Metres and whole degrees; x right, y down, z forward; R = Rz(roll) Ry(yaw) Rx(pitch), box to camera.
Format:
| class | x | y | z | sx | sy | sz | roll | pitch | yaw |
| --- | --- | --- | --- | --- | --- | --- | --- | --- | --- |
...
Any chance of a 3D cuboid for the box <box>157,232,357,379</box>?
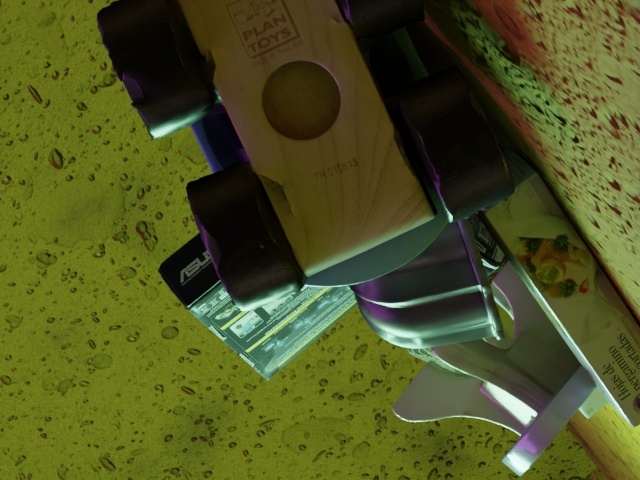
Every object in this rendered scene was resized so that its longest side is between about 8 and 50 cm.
| class | x | y | z | sx | sy | sz | roll | pitch | yaw |
| --- | --- | --- | --- | --- | --- | --- | --- | --- | --- |
| box | 0.000 | 0.000 | 2.255 | 0.097 | 0.395 | 0.318 | 50 | -179 | 31 |

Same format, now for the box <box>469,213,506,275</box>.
| class | x | y | z | sx | sy | sz | roll | pitch | yaw |
| --- | --- | --- | --- | --- | --- | --- | --- | --- | --- |
| box | 0.052 | -0.050 | 1.776 | 0.307 | 0.076 | 0.242 | 34 | 159 | -3 |

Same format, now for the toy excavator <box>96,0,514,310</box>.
| class | x | y | z | sx | sy | sz | roll | pitch | yaw |
| --- | --- | --- | --- | --- | --- | --- | --- | --- | --- |
| toy excavator | -0.037 | -0.175 | 1.312 | 0.445 | 0.222 | 0.432 | -50 | -65 | -87 |

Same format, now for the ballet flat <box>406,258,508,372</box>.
| class | x | y | z | sx | sy | sz | roll | pitch | yaw |
| --- | --- | --- | --- | --- | --- | --- | --- | --- | --- |
| ballet flat | 0.247 | 0.125 | 2.367 | 0.182 | 0.164 | 0.483 | 33 | 168 | -1 |

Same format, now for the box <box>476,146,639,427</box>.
| class | x | y | z | sx | sy | sz | roll | pitch | yaw |
| --- | --- | --- | --- | --- | --- | --- | --- | --- | --- |
| box | 0.239 | 0.049 | 1.509 | 0.324 | 0.063 | 0.067 | 52 | -178 | -34 |

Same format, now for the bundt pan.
| class | x | y | z | sx | sy | sz | roll | pitch | yaw |
| --- | --- | --- | --- | --- | --- | --- | --- | --- | --- |
| bundt pan | 0.063 | -0.047 | 1.498 | 0.331 | 0.124 | 0.330 | -18 | -90 | -86 |

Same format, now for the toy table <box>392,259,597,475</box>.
| class | x | y | z | sx | sy | sz | roll | pitch | yaw |
| --- | --- | --- | --- | --- | --- | --- | --- | --- | --- |
| toy table | 0.214 | 0.138 | 1.737 | 0.161 | 0.252 | 0.274 | 40 | -177 | 9 |

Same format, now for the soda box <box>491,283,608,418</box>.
| class | x | y | z | sx | sy | sz | roll | pitch | yaw |
| --- | --- | --- | --- | --- | --- | --- | --- | --- | --- |
| soda box | 0.302 | 0.125 | 2.037 | 0.216 | 0.069 | 0.074 | 51 | 180 | -29 |
